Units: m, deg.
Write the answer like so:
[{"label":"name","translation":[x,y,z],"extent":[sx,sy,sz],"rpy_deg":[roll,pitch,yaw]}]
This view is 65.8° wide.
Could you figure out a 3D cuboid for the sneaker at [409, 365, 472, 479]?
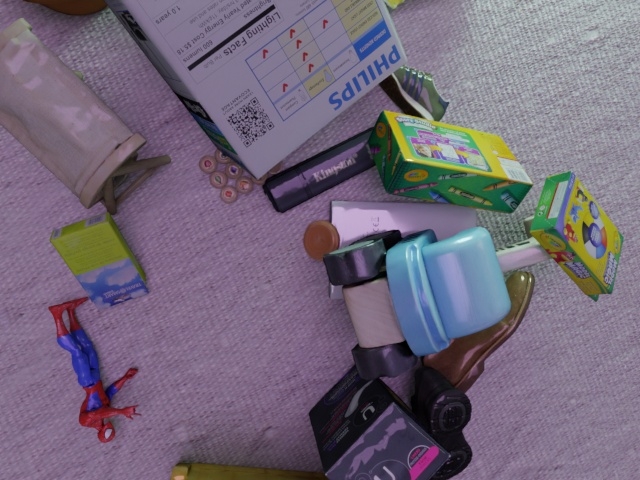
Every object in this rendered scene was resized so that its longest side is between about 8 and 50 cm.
[{"label":"sneaker","translation":[0.239,0.381,1.017],"extent":[0.109,0.130,0.286],"rpy_deg":[-9,118,-15]}]

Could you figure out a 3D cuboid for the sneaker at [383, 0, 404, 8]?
[{"label":"sneaker","translation":[0.174,-0.554,1.003],"extent":[0.385,0.145,0.147],"rpy_deg":[-2,122,-10]}]

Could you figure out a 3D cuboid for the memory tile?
[{"label":"memory tile","translation":[-0.161,-0.153,1.010],"extent":[0.148,0.012,0.113],"rpy_deg":[-33,95,-6]}]

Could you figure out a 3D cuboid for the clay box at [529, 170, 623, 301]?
[{"label":"clay box","translation":[0.461,-0.001,0.866],"extent":[0.222,0.053,0.127],"rpy_deg":[39,63,-23]}]

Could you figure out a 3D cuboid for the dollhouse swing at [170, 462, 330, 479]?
[{"label":"dollhouse swing","translation":[-0.113,0.560,0.884],"extent":[0.347,0.305,0.315],"rpy_deg":[8,90,-8]}]

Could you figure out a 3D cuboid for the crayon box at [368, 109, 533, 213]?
[{"label":"crayon box","translation":[0.247,-0.151,0.957],"extent":[0.279,0.165,0.081],"rpy_deg":[7,133,-18]}]

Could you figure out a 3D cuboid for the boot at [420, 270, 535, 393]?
[{"label":"boot","translation":[0.329,0.173,1.036],"extent":[0.115,0.112,0.305],"rpy_deg":[37,89,4]}]

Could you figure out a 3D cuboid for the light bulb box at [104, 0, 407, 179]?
[{"label":"light bulb box","translation":[-0.107,-0.366,0.832],"extent":[0.358,0.225,0.361],"rpy_deg":[-40,125,-7]}]

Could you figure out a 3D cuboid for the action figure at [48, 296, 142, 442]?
[{"label":"action figure","translation":[-0.410,0.245,0.945],"extent":[0.139,0.091,0.280],"rpy_deg":[-12,92,2]}]

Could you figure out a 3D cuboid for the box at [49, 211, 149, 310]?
[{"label":"box","translation":[-0.410,0.042,0.934],"extent":[0.109,0.042,0.178],"rpy_deg":[-19,127,-6]}]

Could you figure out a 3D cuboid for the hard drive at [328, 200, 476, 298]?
[{"label":"hard drive","translation":[0.172,0.021,1.040],"extent":[0.308,0.040,0.202],"rpy_deg":[1,91,-7]}]

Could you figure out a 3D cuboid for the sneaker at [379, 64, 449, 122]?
[{"label":"sneaker","translation":[0.191,-0.324,1.029],"extent":[0.086,0.064,0.192],"rpy_deg":[-43,96,-12]}]

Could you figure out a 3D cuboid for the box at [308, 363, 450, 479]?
[{"label":"box","translation":[0.093,0.358,0.921],"extent":[0.143,0.270,0.165],"rpy_deg":[45,86,-5]}]

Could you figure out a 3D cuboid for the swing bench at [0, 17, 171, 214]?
[{"label":"swing bench","translation":[-0.426,-0.190,0.854],"extent":[0.165,0.255,0.253],"rpy_deg":[-45,96,-4]}]

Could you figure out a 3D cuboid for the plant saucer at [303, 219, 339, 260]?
[{"label":"plant saucer","translation":[0.000,0.000,1.008],"extent":[0.084,0.013,0.083],"rpy_deg":[1,91,30]}]

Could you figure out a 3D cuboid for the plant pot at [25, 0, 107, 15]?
[{"label":"plant pot","translation":[-0.467,-0.538,0.869],"extent":[0.291,0.203,0.290],"rpy_deg":[0,92,-7]}]

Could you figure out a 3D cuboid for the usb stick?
[{"label":"usb stick","translation":[0.015,-0.146,1.015],"extent":[0.278,0.045,0.077],"rpy_deg":[-27,96,-6]}]

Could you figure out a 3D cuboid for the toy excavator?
[{"label":"toy excavator","translation":[0.287,0.054,0.905],"extent":[0.445,0.433,0.222],"rpy_deg":[-15,93,22]}]
